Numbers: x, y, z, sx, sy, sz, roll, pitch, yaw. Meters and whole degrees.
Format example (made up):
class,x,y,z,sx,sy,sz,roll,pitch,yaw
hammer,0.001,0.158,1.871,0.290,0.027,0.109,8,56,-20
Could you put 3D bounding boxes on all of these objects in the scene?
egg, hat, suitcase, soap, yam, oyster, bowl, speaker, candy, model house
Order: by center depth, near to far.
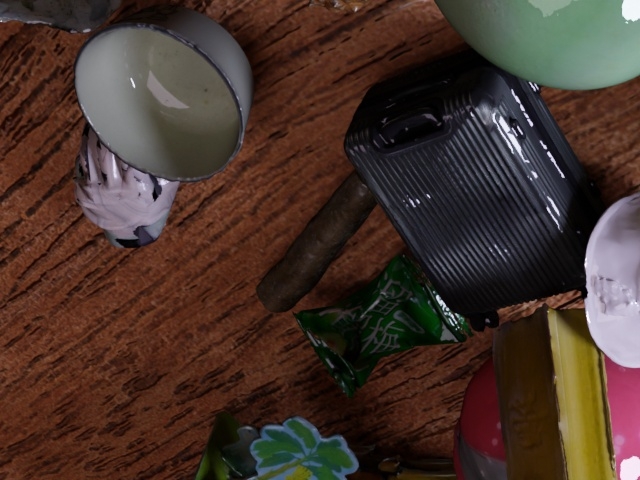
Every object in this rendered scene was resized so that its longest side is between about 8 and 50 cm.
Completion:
class,x,y,z,sx,sy,sz,roll,pitch,yaw
egg,0.206,-0.255,1.128,0.270,0.220,0.220,42,134,-5
hat,0.375,0.045,1.311,0.126,0.203,0.203,5,133,47
soap,0.246,0.190,1.361,0.076,0.233,0.135,4,162,-18
suitcase,0.177,-0.053,1.383,0.202,0.128,0.312,-17,122,34
bowl,-0.164,-0.181,1.455,0.211,0.112,0.211,14,134,15
oyster,-0.351,-0.304,1.457,0.252,0.087,0.199,-21,107,30
speaker,0.306,0.247,1.552,0.294,0.294,0.294,14,133,15
yam,0.000,0.000,1.569,0.061,0.061,0.274,34,135,-4
candy,0.075,0.099,1.609,0.203,0.078,0.141,-28,124,28
model house,0.032,0.351,1.792,0.313,0.242,0.357,-32,109,24

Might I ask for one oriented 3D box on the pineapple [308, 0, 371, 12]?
class,x,y,z,sx,sy,sz,roll,pitch,yaw
pineapple,0.002,-0.329,1.183,0.130,0.119,0.277,-17,149,-2

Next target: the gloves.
class,x,y,z,sx,sy,sz,roll,pitch,yaw
gloves,-0.244,-0.091,1.582,0.127,0.111,0.212,15,141,21
